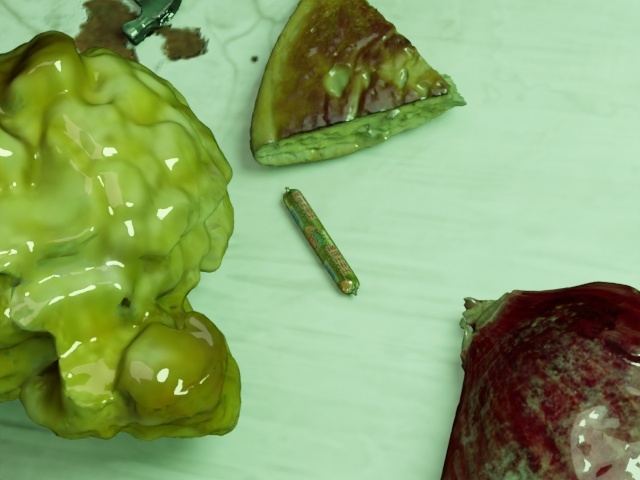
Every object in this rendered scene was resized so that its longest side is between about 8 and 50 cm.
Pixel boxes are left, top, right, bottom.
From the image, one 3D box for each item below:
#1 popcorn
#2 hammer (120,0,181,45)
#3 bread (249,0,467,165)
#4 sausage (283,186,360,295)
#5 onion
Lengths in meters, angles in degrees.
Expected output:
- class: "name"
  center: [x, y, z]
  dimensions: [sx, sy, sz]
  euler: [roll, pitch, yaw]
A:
- class: "popcorn"
  center: [-0.171, 0.004, 1.238]
  dimensions: [0.332, 0.225, 0.265]
  euler: [36, 59, 19]
- class: "hammer"
  center: [-0.164, -0.219, 1.466]
  dimensions: [0.062, 0.017, 0.182]
  euler: [-38, 58, -6]
- class: "bread"
  center: [0.007, -0.098, 1.330]
  dimensions: [0.136, 0.054, 0.154]
  euler: [-40, 54, -9]
- class: "sausage"
  center: [0.000, 0.000, 1.303]
  dimensions: [0.015, 0.015, 0.100]
  euler: [-31, 59, -2]
- class: "onion"
  center: [0.164, 0.115, 1.136]
  dimensions: [0.227, 0.120, 0.283]
  euler: [-35, 59, -9]
